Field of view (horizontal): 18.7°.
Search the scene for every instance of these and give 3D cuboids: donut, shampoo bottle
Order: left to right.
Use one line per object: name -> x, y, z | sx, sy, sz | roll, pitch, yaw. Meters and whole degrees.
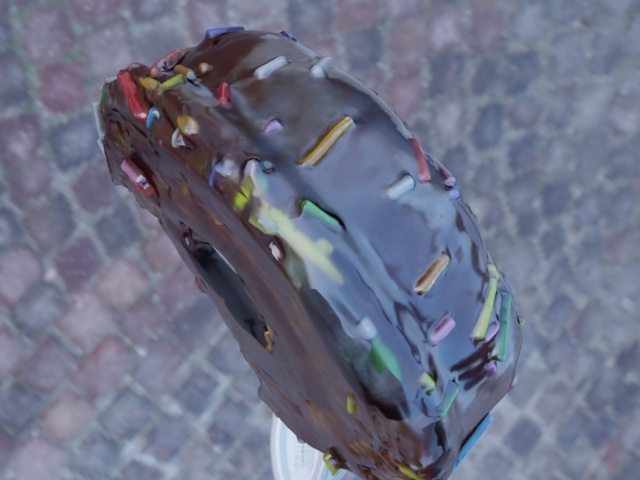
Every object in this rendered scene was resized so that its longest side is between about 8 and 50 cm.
donut -> 0.000, 0.001, 0.855 | 0.096, 0.216, 0.230 | -37, 93, -17
shampoo bottle -> 0.002, 0.135, 1.471 | 0.221, 0.051, 0.108 | -17, 109, -82
